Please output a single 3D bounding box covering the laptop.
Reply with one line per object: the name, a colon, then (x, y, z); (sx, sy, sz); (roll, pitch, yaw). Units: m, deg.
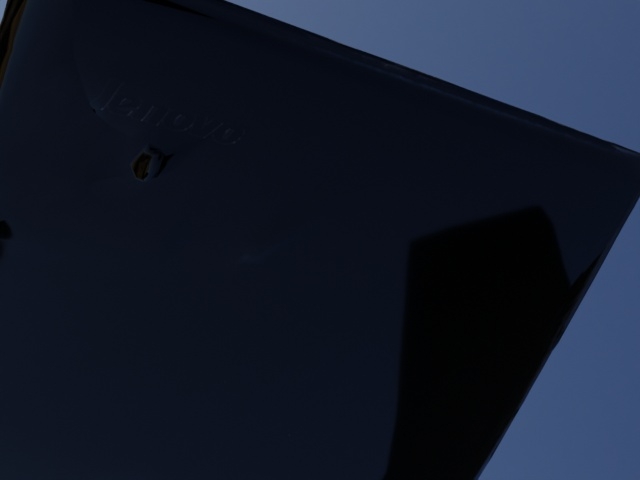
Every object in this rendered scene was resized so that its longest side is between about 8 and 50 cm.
laptop: (-0.109, 0.062, 0.748); (0.408, 0.382, 0.236); (-8, -105, 44)
